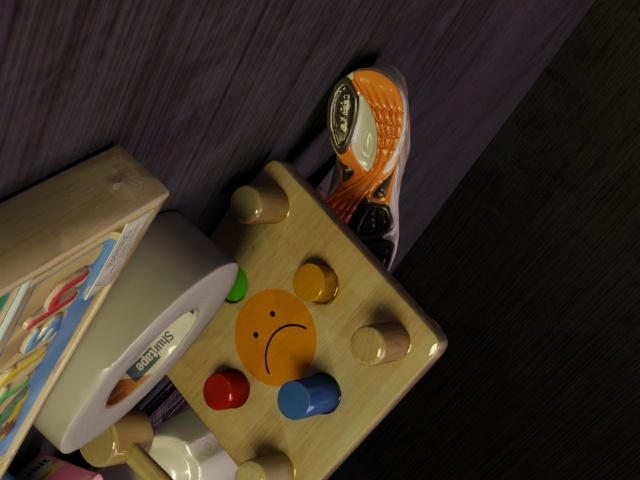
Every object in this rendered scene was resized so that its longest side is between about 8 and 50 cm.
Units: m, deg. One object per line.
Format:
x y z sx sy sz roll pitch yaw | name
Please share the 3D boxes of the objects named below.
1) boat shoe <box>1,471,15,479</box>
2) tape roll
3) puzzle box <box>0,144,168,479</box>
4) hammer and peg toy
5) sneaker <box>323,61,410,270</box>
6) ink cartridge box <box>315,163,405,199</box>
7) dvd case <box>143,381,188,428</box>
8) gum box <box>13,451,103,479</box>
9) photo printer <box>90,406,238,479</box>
-0.352 0.308 1.032 0.258 0.109 0.089 -43 174 -26 | boat shoe
-0.169 0.079 1.043 0.219 0.072 0.219 -48 172 -9 | tape roll
-0.273 0.132 0.807 0.272 0.052 0.409 -37 166 -52 | puzzle box
-0.064 0.137 1.189 0.361 0.266 0.127 -51 157 21 | hammer and peg toy
0.053 -0.062 1.266 0.121 0.099 0.262 -51 155 -62 | sneaker
0.000 0.000 1.452 0.231 0.078 0.134 -53 176 -36 | ink cartridge box
-0.206 0.222 1.716 0.221 0.018 0.164 -45 170 -20 | dvd case
-0.248 0.324 1.278 0.107 0.188 0.062 7 -143 44 | gum box
-0.213 0.302 1.470 0.307 0.107 0.256 -34 173 14 | photo printer
